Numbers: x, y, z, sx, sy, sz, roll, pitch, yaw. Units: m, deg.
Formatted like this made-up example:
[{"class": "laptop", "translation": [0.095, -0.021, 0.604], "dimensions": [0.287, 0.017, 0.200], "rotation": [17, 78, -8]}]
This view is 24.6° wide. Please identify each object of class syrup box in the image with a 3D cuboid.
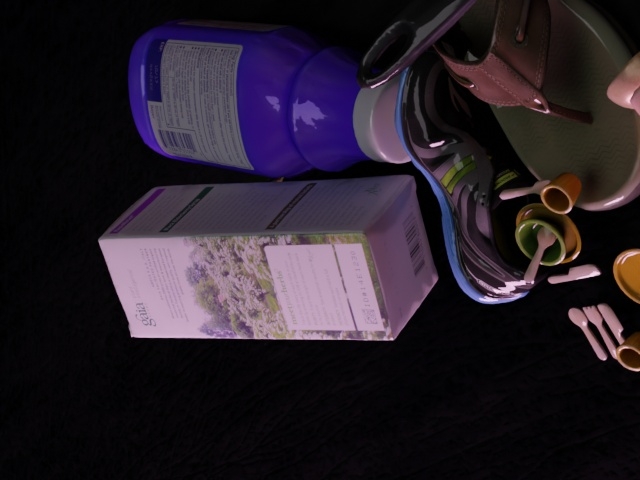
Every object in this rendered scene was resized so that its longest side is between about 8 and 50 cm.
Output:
[{"class": "syrup box", "translation": [-0.042, 0.014, 1.126], "dimensions": [0.237, 0.096, 0.093], "rotation": [-1, 118, 29]}]

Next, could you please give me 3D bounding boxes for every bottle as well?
[{"class": "bottle", "translation": [-0.036, -0.109, 1.146], "dimensions": [0.283, 0.092, 0.118], "rotation": [12, 114, 46]}]

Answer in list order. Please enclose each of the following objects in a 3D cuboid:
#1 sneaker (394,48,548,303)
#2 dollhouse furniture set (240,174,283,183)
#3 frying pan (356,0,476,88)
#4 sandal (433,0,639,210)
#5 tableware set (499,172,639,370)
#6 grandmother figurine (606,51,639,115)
[{"class": "sneaker", "translation": [0.111, -0.048, 1.028], "dimensions": [0.078, 0.067, 0.188], "rotation": [-16, 97, 48]}, {"class": "dollhouse furniture set", "translation": [0.000, 0.000, 1.199], "dimensions": [0.152, 0.058, 0.076], "rotation": [31, 119, 15]}, {"class": "frying pan", "translation": [0.166, -0.195, 0.867], "dimensions": [0.197, 0.053, 0.326], "rotation": [35, 111, 30]}, {"class": "sandal", "translation": [0.111, -0.145, 0.968], "dimensions": [0.303, 0.086, 0.120], "rotation": [58, 138, 9]}, {"class": "tableware set", "translation": [0.183, 0.024, 0.961], "dimensions": [0.104, 0.024, 0.154], "rotation": [-13, 115, 49]}, {"class": "grandmother figurine", "translation": [0.297, 0.015, 0.815], "dimensions": [0.342, 0.104, 0.208], "rotation": [56, 146, 22]}]
